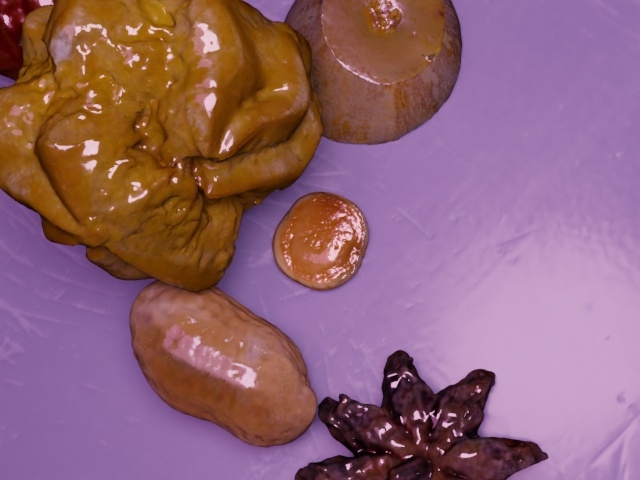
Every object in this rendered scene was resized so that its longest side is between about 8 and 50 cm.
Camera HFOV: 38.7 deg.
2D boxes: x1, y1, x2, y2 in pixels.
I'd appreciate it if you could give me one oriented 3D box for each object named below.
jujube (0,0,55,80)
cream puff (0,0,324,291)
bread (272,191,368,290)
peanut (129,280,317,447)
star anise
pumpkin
[{"bbox_3d":[-0.306,-0.276,1.011,0.213,0.213,0.232,-36,79,5],"label":"jujube"},{"bbox_3d":[-0.130,-0.096,0.874,0.274,0.323,0.269,-17,67,28],"label":"cream puff"},{"bbox_3d":[0.000,0.000,0.987,0.110,0.024,0.110,-3,79,13],"label":"bread"},{"bbox_3d":[-0.104,0.127,0.939,0.224,0.129,0.129,32,88,16],"label":"peanut"},{"bbox_3d":[0.092,0.226,0.885,0.236,0.109,0.223,-33,78,4],"label":"star anise"},{"bbox_3d":[0.046,-0.221,0.979,0.218,0.110,0.217,-2,77,8],"label":"pumpkin"}]
